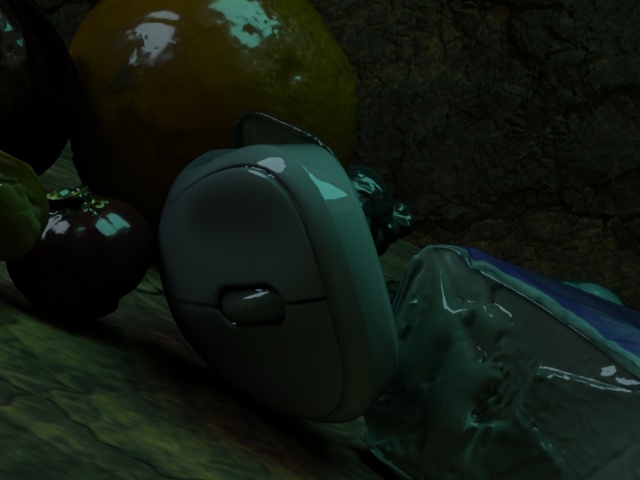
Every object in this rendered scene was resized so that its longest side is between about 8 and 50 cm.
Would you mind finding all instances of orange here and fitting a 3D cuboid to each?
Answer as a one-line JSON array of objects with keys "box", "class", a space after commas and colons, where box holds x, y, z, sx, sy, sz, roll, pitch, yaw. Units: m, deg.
[{"box": [-0.111, -0.130, 1.313, 0.312, 0.312, 0.312, 24, 5, -2], "class": "orange"}]

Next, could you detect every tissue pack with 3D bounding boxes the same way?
[{"box": [0.218, 0.141, 0.884, 0.338, 0.160, 0.242, 19, 9, -39], "class": "tissue pack"}]

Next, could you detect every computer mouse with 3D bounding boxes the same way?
[{"box": [-0.044, 0.020, 0.867, 0.121, 0.184, 0.297, -14, 13, -10], "class": "computer mouse"}]

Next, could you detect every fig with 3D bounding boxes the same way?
[{"box": [-0.322, -0.147, 1.153, 0.235, 0.214, 0.235, 42, -11, 10], "class": "fig"}]

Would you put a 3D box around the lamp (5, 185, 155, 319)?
[{"box": [-0.162, 0.008, 0.879, 0.101, 0.090, 0.101, -7, 20, 3], "class": "lamp"}]

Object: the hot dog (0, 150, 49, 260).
[{"box": [-0.322, -0.055, 0.748, 0.337, 0.100, 0.135, 22, -3, -35], "class": "hot dog"}]

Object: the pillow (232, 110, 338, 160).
[{"box": [-0.019, 0.007, 1.034, 0.033, 0.218, 0.130, -25, 38, -35], "class": "pillow"}]

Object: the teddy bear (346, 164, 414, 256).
[{"box": [-0.007, -0.001, 1.532, 0.171, 0.144, 0.251, -10, 8, 24], "class": "teddy bear"}]

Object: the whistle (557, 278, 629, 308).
[{"box": [0.272, 0.122, 1.367, 0.163, 0.163, 0.290, 24, 6, -8], "class": "whistle"}]

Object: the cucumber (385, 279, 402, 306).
[{"box": [0.151, 0.114, 1.227, 0.096, 0.096, 0.359, 21, 6, -35], "class": "cucumber"}]
